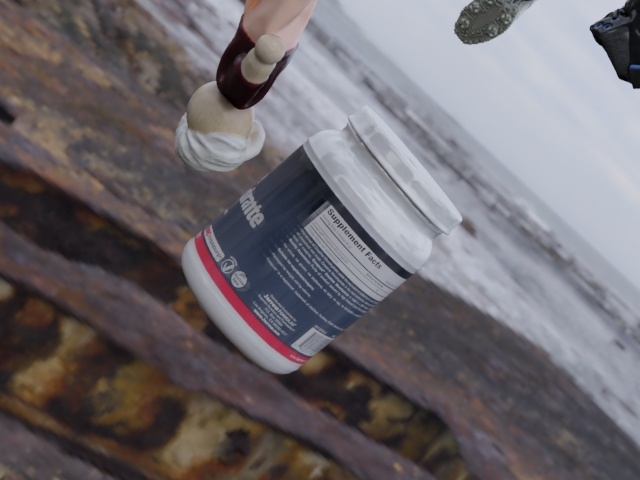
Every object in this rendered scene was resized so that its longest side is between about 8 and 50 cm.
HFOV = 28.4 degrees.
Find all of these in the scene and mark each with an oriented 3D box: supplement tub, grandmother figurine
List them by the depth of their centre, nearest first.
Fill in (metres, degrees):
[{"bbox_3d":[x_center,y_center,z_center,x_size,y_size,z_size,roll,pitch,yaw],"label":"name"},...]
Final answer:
[{"bbox_3d":[-0.053,-0.210,1.243,0.104,0.342,0.208,32,30,2],"label":"grandmother figurine"},{"bbox_3d":[0.000,0.000,1.404,0.191,0.272,0.191,49,8,-10],"label":"supplement tub"}]

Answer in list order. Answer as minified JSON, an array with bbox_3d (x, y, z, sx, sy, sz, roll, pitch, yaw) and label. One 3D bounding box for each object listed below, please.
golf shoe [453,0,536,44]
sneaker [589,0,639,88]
[{"bbox_3d":[0.281,-0.350,1.879,0.069,0.176,0.086,57,20,6],"label":"golf shoe"},{"bbox_3d":[0.365,-0.282,1.453,0.079,0.121,0.216,20,63,-67],"label":"sneaker"}]
